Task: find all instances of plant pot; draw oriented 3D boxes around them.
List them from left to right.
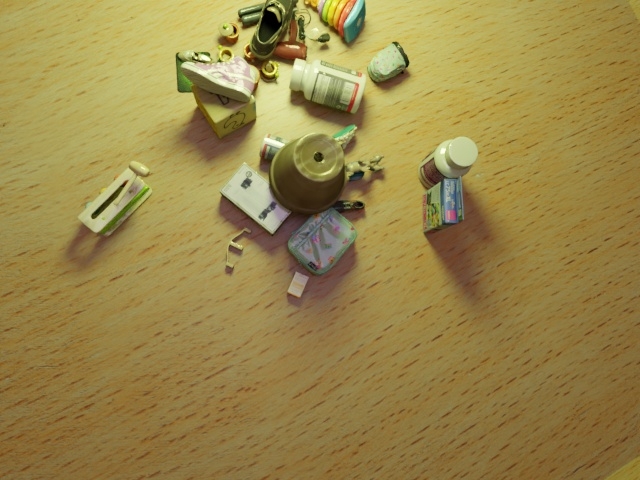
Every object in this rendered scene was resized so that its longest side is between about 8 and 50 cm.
[{"bbox_3d":[-0.033,-0.283,1.661,0.323,0.280,0.323,1,82,-10],"label":"plant pot"}]

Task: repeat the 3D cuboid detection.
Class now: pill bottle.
[{"bbox_3d":[-0.166,-0.386,1.847,0.180,0.108,0.108,18,81,-5],"label":"pill bottle"},{"bbox_3d":[0.030,-0.689,1.875,0.318,0.176,0.176,15,81,-6],"label":"pill bottle"},{"bbox_3d":[0.550,-0.334,1.836,0.169,0.301,0.169,1,83,-7],"label":"pill bottle"}]

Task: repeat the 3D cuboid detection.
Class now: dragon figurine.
[{"bbox_3d":[0.150,-0.315,1.890,0.289,0.144,0.085,-17,87,10],"label":"dragon figurine"}]

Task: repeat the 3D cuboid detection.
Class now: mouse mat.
[{"bbox_3d":[-0.562,-0.750,1.891,0.152,0.007,0.190,-5,83,-8],"label":"mouse mat"}]

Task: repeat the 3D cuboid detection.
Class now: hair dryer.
[{"bbox_3d":[-0.123,-0.921,1.951,0.293,0.080,0.224,-34,73,-16],"label":"hair dryer"}]

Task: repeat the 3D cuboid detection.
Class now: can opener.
[{"bbox_3d":[-0.233,-1.060,1.927,0.283,0.095,0.076,-24,86,-16],"label":"can opener"}]

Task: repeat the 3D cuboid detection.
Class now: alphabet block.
[{"bbox_3d":[-0.403,-0.583,1.799,0.197,0.192,0.193,-33,86,-9],"label":"alphabet block"}]

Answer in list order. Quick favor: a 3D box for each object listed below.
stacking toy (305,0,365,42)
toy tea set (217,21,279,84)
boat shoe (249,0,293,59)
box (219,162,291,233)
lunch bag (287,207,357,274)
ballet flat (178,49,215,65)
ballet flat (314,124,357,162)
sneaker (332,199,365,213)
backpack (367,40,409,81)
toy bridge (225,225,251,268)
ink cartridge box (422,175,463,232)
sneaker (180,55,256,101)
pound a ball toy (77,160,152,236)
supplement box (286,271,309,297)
[{"bbox_3d":[0.049,-1.064,1.952,0.301,0.166,0.175,30,92,9],"label":"stacking toy"},{"bbox_3d":[-0.342,-0.815,1.868,0.336,0.124,0.200,45,80,0],"label":"toy tea set"},{"bbox_3d":[-0.193,-0.954,1.827,0.132,0.130,0.356,20,83,-18],"label":"boat shoe"},{"bbox_3d":[-0.265,-0.172,1.817,0.290,0.087,0.169,38,80,-1],"label":"box"},{"bbox_3d":[0.000,0.000,1.819,0.224,0.108,0.279,43,80,-1],"label":"lunch bag"},{"bbox_3d":[-0.544,-0.808,1.870,0.168,0.052,0.057,14,81,-5],"label":"ballet flat"},{"bbox_3d":[0.066,-0.432,1.907,0.241,0.091,0.077,-31,118,-6],"label":"ballet flat"},{"bbox_3d":[0.123,-0.157,1.877,0.157,0.065,0.061,-8,84,-9],"label":"sneaker"},{"bbox_3d":[0.305,-0.820,1.961,0.182,0.115,0.152,-35,91,-8],"label":"backpack"},{"bbox_3d":[-0.359,0.022,1.811,0.063,0.026,0.188,25,80,-3],"label":"toy bridge"},{"bbox_3d":[0.511,-0.144,1.802,0.065,0.311,0.186,2,82,-9],"label":"ink cartridge box"},{"bbox_3d":[-0.394,-0.666,1.673,0.282,0.102,0.161,18,77,-16],"label":"sneaker"},{"bbox_3d":[-0.813,-0.182,1.684,0.135,0.208,0.319,41,80,-1],"label":"pound a ball toy"},{"bbox_3d":[-0.097,0.189,1.819,0.062,0.036,0.098,25,81,-4],"label":"supplement box"}]
